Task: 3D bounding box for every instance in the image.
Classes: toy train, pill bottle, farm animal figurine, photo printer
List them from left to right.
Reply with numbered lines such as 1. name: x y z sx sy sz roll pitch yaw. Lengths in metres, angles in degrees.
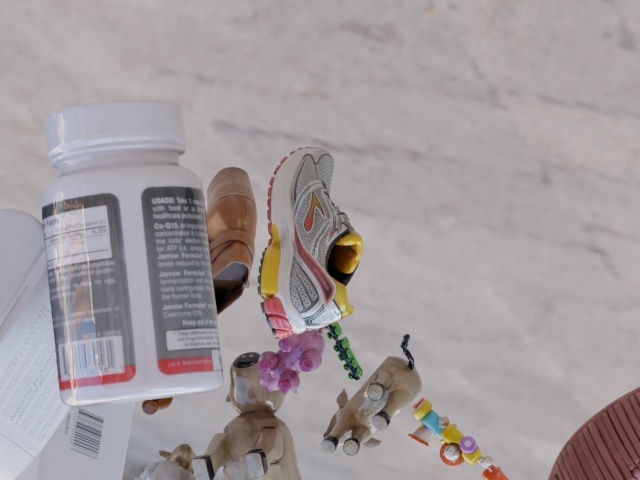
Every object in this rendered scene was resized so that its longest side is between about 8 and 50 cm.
1. photo printer: -0.335 0.124 1.922 0.107 0.256 0.307 28 169 16
2. pill bottle: -0.187 0.014 1.760 0.161 0.283 0.161 -6 174 -1
3. farm animal figurine: -0.052 0.220 2.063 0.330 0.327 0.172 11 -161 16
4. toy train: 0.027 0.126 2.110 0.017 0.083 0.023 -26 -175 23
5. toy train: 0.161 0.252 2.087 0.166 0.046 0.125 39 172 45

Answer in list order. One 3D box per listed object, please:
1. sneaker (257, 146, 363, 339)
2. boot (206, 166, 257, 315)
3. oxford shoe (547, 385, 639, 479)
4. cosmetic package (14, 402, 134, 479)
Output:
1. sneaker: 0.000 0.000 1.734 0.092 0.225 0.088 -9 138 13
2. boot: -0.121 0.032 2.012 0.073 0.152 0.197 8 134 -14
3. oxford shoe: 0.338 0.330 2.113 0.146 0.397 0.140 24 -153 -20
4. cosmetic package: -0.366 0.265 2.306 0.224 0.224 0.138 -17 145 40
